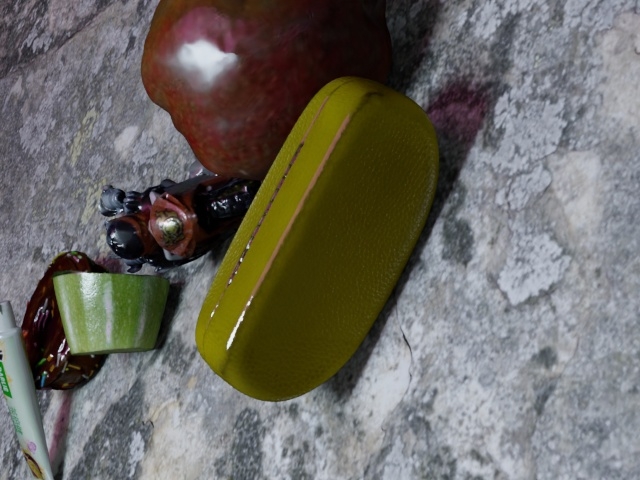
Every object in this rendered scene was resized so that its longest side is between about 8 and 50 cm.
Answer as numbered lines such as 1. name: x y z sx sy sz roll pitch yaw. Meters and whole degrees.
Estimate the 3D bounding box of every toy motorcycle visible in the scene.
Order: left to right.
1. toy motorcycle: -0.232 -0.026 1.851 0.401 0.207 0.134 1 115 63

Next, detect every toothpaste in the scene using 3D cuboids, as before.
1. toothpaste: -0.452 0.245 1.995 0.058 0.056 0.314 -47 -55 -78

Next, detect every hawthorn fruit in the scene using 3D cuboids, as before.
1. hawthorn fruit: -0.065 -0.239 1.621 0.324 0.308 0.308 -64 29 31

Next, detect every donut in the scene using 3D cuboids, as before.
1. donut: -0.399 0.133 2.074 0.235 0.089 0.235 -33 45 42

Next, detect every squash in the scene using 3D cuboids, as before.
1. squash: -0.299 0.101 1.891 0.170 0.170 0.122 -14 76 52

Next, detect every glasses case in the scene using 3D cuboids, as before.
1. glasses case: 0.000 0.000 1.474 0.371 0.173 0.141 -62 32 3
